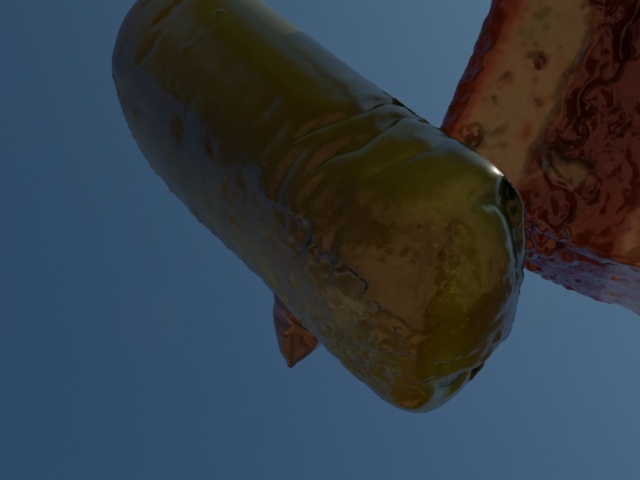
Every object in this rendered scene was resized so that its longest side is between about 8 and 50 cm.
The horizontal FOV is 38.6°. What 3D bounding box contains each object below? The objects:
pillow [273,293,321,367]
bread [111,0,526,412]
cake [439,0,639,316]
[{"bbox_3d":[0.000,0.000,0.951,0.084,0.223,0.236,3,-88,6],"label":"pillow"},{"bbox_3d":[-0.030,-0.046,0.587,0.112,0.383,0.166,-18,-48,-28],"label":"bread"},{"bbox_3d":[0.275,-0.085,0.811,0.320,0.270,0.269,23,-93,17],"label":"cake"}]
